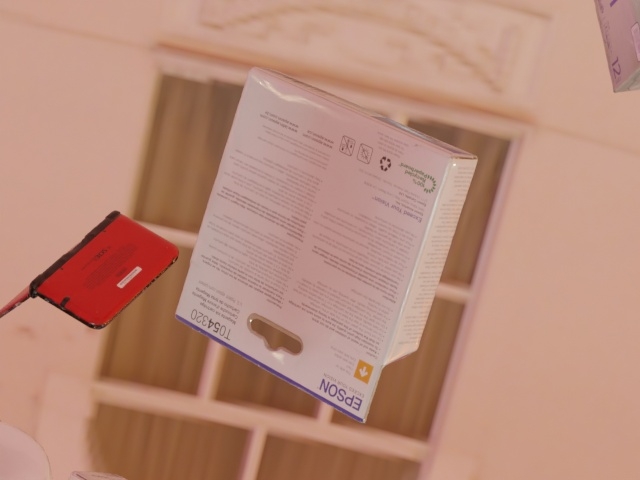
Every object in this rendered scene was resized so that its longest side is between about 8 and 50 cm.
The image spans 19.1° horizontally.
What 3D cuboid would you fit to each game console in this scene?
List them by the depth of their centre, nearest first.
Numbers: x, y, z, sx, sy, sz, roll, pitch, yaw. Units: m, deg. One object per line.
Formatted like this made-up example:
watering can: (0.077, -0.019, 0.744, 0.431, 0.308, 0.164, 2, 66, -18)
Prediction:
game console: (-0.230, 0.044, 1.879, 0.124, 0.085, 0.144, 30, -135, 15)

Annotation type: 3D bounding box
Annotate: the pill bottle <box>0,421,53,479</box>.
pill bottle: (-0.252, 0.331, 1.270, 0.224, 0.392, 0.224, -3, -157, 1)

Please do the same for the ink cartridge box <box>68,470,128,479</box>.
ink cartridge box: (-0.164, 0.380, 1.637, 0.066, 0.296, 0.261, 12, -174, -41)

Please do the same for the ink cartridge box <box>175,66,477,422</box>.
ink cartridge box: (0.000, 0.000, 2.240, 0.324, 0.330, 0.071, 27, -164, 36)

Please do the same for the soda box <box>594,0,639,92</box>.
soda box: (0.282, -0.277, 1.635, 0.098, 0.286, 0.091, -7, 167, -13)
